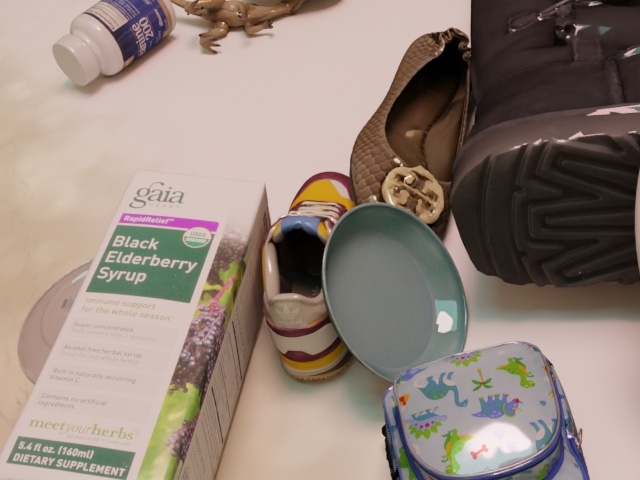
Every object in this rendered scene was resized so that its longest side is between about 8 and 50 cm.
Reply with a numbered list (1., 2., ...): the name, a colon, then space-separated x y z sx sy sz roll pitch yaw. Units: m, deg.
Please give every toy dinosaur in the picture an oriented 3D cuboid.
1. toy dinosaur: -0.105 -0.235 0.932 0.183 0.053 0.093 8 32 14

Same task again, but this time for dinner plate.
1. dinner plate: -0.157 0.053 0.658 0.141 0.017 0.141 -10 42 9

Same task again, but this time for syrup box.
1. syrup box: -0.100 0.069 0.551 0.093 0.096 0.237 7 49 9

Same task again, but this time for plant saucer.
1. plant saucer: 0.043 0.035 0.564 0.021 0.119 0.119 -29 25 48

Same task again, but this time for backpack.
1. backpack: 0.086 0.116 0.468 0.104 0.084 0.114 -15 45 4

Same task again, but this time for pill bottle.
1. pill bottle: -0.210 -0.210 0.911 0.067 0.067 0.120 23 55 34

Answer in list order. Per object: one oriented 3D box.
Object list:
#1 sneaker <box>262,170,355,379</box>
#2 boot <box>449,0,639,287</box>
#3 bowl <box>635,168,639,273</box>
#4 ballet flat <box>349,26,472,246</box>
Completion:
1. sneaker: 0.000 0.000 0.615 0.069 0.084 0.186 -7 44 10
2. boot: 0.290 -0.152 0.666 0.366 0.146 0.445 4 38 11
3. bowl: 0.294 -0.008 0.376 0.297 0.298 0.134 -5 -1 12
4. ballet flat: 0.082 -0.090 0.686 0.084 0.058 0.250 35 44 -13
